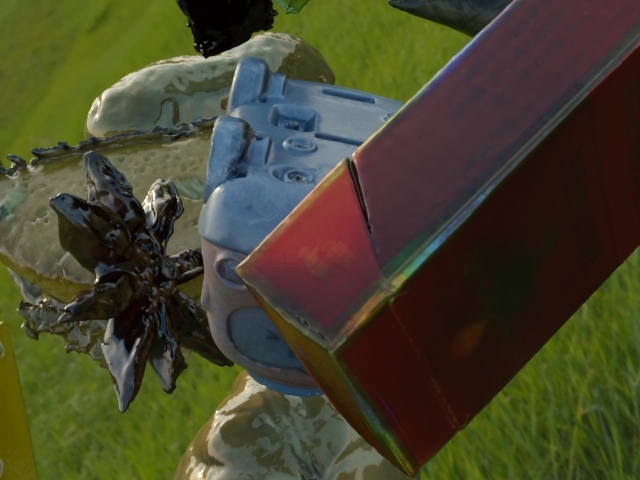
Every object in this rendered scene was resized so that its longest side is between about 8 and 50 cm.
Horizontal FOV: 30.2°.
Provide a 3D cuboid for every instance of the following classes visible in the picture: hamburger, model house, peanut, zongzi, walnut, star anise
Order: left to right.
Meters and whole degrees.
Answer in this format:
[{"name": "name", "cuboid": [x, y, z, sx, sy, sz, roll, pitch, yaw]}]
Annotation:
[{"name": "star anise", "cuboid": [-0.179, 0.046, 1.201, 0.088, 0.288, 0.288, -13, 40, 28]}, {"name": "hamburger", "cuboid": [-0.217, 0.034, 1.529, 0.445, 0.268, 0.287, -9, 54, 0]}, {"name": "peanut", "cuboid": [-0.152, -0.191, 1.687, 0.387, 0.169, 0.192, -21, 27, -26]}, {"name": "model house", "cuboid": [-0.066, -0.276, 1.066, 0.203, 0.164, 0.141, -33, 7, -4]}, {"name": "walnut", "cuboid": [-0.034, 0.344, 1.683, 0.381, 0.381, 0.381, -18, 38, 15]}, {"name": "zongzi", "cuboid": [0.239, -0.238, 1.457, 0.241, 0.111, 0.247, -22, 71, -3]}]

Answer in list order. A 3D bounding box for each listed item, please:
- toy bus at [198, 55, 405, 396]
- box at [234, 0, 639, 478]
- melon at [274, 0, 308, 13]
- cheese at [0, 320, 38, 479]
[{"name": "toy bus", "cuboid": [0.000, 0.000, 0.968, 0.197, 0.232, 0.294, 11, 28, -4]}, {"name": "box", "cuboid": [0.114, -0.023, 0.723, 0.313, 0.197, 0.089, -45, 57, -10]}, {"name": "melon", "cuboid": [-0.022, -0.444, 1.509, 0.265, 0.169, 0.129, -51, 6, 50]}, {"name": "cheese", "cuboid": [-0.247, 0.159, 0.800, 0.093, 0.171, 0.126, -17, 8, 20]}]
